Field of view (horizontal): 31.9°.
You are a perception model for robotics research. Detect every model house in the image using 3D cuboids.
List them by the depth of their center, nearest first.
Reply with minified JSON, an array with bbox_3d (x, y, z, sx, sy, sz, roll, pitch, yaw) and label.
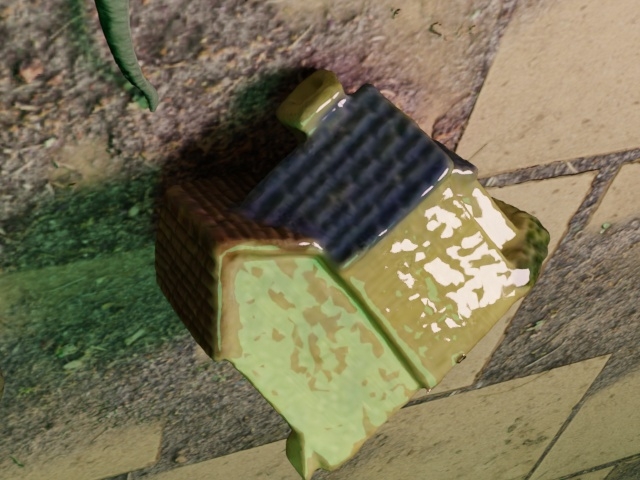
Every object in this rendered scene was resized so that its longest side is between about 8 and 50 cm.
[{"bbox_3d":[0.000,0.000,1.042,0.321,0.261,0.266,-44,121,-3],"label":"model house"}]

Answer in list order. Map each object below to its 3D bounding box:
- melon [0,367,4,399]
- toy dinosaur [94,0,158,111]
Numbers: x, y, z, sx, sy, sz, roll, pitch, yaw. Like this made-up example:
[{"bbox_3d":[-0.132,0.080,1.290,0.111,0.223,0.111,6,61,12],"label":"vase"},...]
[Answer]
[{"bbox_3d":[-0.380,0.141,1.041,0.167,0.114,0.114,-12,145,-25],"label":"melon"},{"bbox_3d":[-0.109,-0.193,0.764,0.129,0.076,0.383,12,143,15],"label":"toy dinosaur"}]
